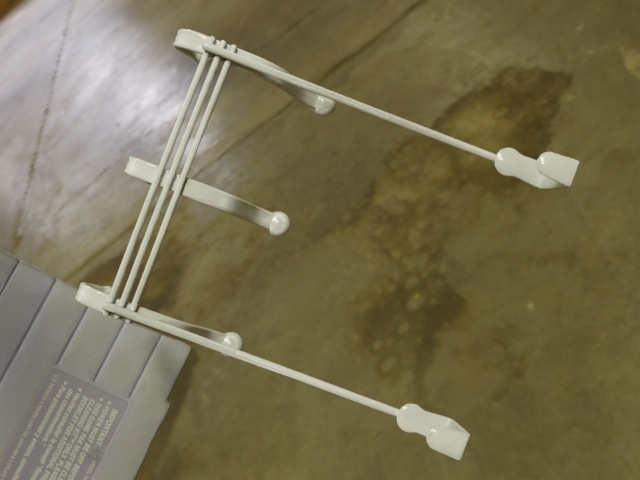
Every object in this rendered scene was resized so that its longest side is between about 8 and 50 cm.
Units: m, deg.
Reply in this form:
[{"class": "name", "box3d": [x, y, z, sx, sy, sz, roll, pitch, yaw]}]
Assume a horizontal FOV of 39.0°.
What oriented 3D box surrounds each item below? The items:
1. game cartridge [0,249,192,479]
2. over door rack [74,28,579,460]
[{"class": "game cartridge", "box3d": [-0.288, 0.208, 0.815, 0.068, 0.230, 0.355, -3, 59, 62]}, {"class": "over door rack", "box3d": [0.000, 0.000, 0.715, 0.108, 0.324, 0.239, 22, -91, -83]}]
